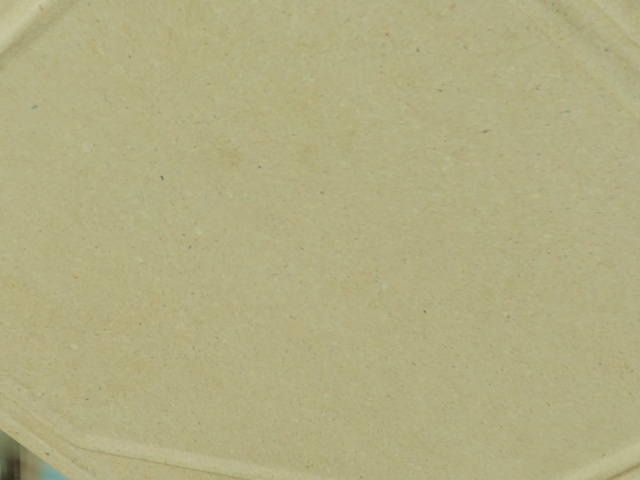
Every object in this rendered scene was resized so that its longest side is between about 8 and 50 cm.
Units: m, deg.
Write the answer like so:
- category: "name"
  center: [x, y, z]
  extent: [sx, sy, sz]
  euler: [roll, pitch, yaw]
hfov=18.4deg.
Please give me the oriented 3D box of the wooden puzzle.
- category: "wooden puzzle"
  center: [0.000, 0.000, 0.440]
  extent: [0.238, 0.044, 0.221]
  euler: [43, 131, -16]
